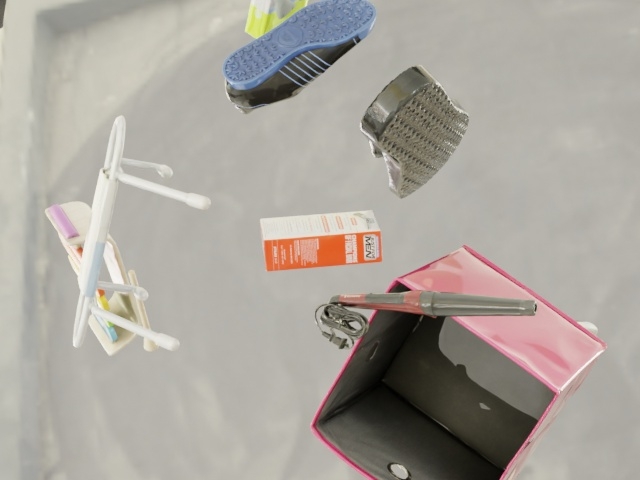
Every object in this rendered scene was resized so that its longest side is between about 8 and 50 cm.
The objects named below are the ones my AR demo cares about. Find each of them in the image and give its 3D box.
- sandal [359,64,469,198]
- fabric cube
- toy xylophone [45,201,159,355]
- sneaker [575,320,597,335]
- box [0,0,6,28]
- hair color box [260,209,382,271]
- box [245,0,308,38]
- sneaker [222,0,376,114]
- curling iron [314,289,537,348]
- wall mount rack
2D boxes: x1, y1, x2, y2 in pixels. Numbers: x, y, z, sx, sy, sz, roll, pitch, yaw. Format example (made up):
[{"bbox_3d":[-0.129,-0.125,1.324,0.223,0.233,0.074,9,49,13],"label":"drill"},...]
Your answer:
[{"bbox_3d":[0.134,-0.184,2.128,0.167,0.107,0.446,-44,-16,-2],"label":"sandal"},{"bbox_3d":[0.186,0.194,1.859,0.259,0.254,0.258,-61,-16,21],"label":"fabric cube"},{"bbox_3d":[-0.391,0.076,2.504,0.081,0.322,0.236,-27,38,-16],"label":"toy xylophone"},{"bbox_3d":[0.315,0.138,2.197,0.296,0.147,0.104,-6,-48,-45],"label":"sneaker"},{"bbox_3d":[-0.817,-0.487,2.173,0.472,0.480,0.297,-36,-25,-40],"label":"box"},{"bbox_3d":[0.000,0.000,2.000,0.167,0.053,0.093,-5,20,-3],"label":"hair color box"},{"bbox_3d":[-0.053,-0.397,2.096,0.109,0.042,0.178,-34,-29,-41],"label":"box"},{"bbox_3d":[-0.027,-0.253,1.906,0.232,0.081,0.090,-26,-28,-9],"label":"sneaker"},{"bbox_3d":[0.121,0.087,1.627,0.274,0.068,0.035,-6,-9,23],"label":"curling iron"},{"bbox_3d":[-0.264,0.007,2.006,0.131,0.350,0.304,10,10,-16],"label":"wall mount rack"}]
